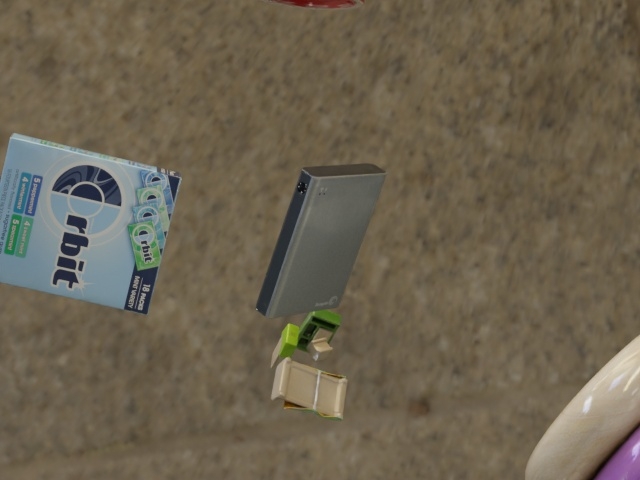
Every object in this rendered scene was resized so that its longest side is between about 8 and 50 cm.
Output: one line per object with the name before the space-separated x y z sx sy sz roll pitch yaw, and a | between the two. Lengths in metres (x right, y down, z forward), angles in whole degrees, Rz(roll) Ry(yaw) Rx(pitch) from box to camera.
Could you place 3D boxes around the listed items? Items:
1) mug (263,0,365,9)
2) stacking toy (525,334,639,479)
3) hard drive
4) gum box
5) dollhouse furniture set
mug | -0.002 -0.271 1.233 0.113 0.150 0.169 6 90 -5
stacking toy | 0.269 0.195 0.852 0.330 0.141 0.141 45 123 19
hard drive | 0.000 0.000 1.369 0.022 0.094 0.135 35 117 34
gum box | -0.256 -0.017 1.708 0.184 0.041 0.157 14 99 -9
dollhouse furniture set | -0.015 0.141 1.691 0.076 0.151 0.058 20 131 -11
